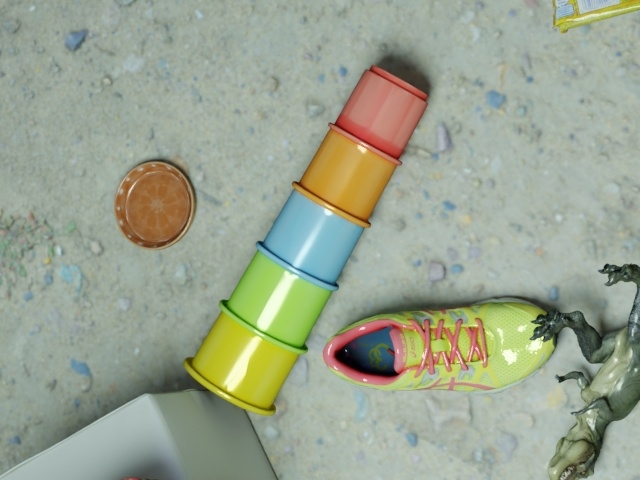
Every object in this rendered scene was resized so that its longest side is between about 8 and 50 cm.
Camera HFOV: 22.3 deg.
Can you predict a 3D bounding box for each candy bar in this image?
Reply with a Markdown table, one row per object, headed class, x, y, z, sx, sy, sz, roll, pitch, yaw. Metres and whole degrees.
| class | x | y | z | sx | sy | sz | roll | pitch | yaw |
| --- | --- | --- | --- | --- | --- | --- | --- | --- | --- |
| candy bar | 0.270 | -0.211 | 1.368 | 0.161 | 0.018 | 0.040 | -13 | 78 | 21 |

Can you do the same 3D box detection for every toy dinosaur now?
| class | x | y | z | sx | sy | sz | roll | pitch | yaw |
| --- | --- | --- | --- | --- | --- | --- | --- | --- | --- |
| toy dinosaur | 0.251 | 0.078 | 1.323 | 0.118 | 0.064 | 0.268 | 38 | 98 | -21 |

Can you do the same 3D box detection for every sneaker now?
| class | x | y | z | sx | sy | sz | roll | pitch | yaw |
| --- | --- | --- | --- | --- | --- | --- | --- | --- | --- |
| sneaker | 0.097 | 0.095 | 1.376 | 0.208 | 0.094 | 0.081 | -11 | 81 | 19 |

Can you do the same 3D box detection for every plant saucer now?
| class | x | y | z | sx | sy | sz | roll | pitch | yaw |
| --- | --- | --- | --- | --- | --- | --- | --- | --- | --- |
| plant saucer | -0.155 | -0.032 | 1.526 | 0.083 | 0.013 | 0.083 | -1 | 86 | 21 |

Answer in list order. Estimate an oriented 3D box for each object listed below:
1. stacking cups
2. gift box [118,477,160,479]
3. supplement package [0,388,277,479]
| class | x | y | z | sx | sy | sz | roll | pitch | yaw |
| --- | --- | --- | --- | --- | --- | --- | --- | --- | --- |
| stacking cups | 0.000 | 0.000 | 1.430 | 0.096 | 0.096 | 0.316 | 34 | 95 | 20 |
| gift box | -0.167 | 0.324 | 1.183 | 0.255 | 0.276 | 0.258 | -28 | 76 | 12 |
| supplement package | -0.119 | 0.295 | 1.402 | 0.175 | 0.177 | 0.293 | -30 | 76 | 18 |
